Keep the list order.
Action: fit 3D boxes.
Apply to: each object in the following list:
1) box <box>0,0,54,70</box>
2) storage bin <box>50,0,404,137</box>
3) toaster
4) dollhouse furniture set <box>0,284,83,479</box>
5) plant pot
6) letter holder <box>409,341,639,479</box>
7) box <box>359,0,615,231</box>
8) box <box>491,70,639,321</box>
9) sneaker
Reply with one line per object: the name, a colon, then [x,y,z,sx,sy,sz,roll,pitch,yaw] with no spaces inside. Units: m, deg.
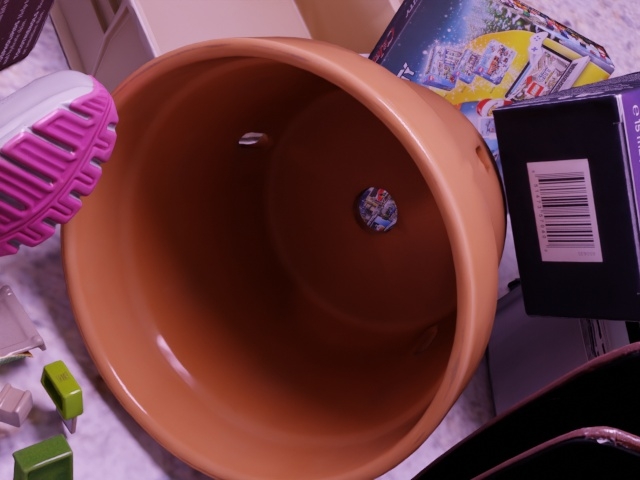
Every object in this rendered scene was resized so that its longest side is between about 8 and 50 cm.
box: [-0.298,-0.195,0.805,0.168,0.167,0.203,46,47,2]
storage bin: [-0.083,-0.216,0.988,0.262,0.123,0.260,-8,65,-36]
toaster: [0.221,0.098,0.949,0.129,0.146,0.227,15,52,-25]
dollhouse furniture set: [-0.202,0.102,0.760,0.076,0.058,0.151,-19,52,-32]
plant pot: [0.000,0.000,0.809,0.291,0.291,0.203,50,30,7]
letter holder: [0.109,0.185,0.710,0.214,0.302,0.152,22,50,-18]
box: [0.097,-0.086,0.938,0.159,0.233,0.044,26,28,-16]
box: [0.236,-0.042,0.840,0.207,0.108,0.153,-19,102,-39]
sneaker: [-0.243,-0.035,0.715,0.252,0.103,0.111,-33,66,-3]
